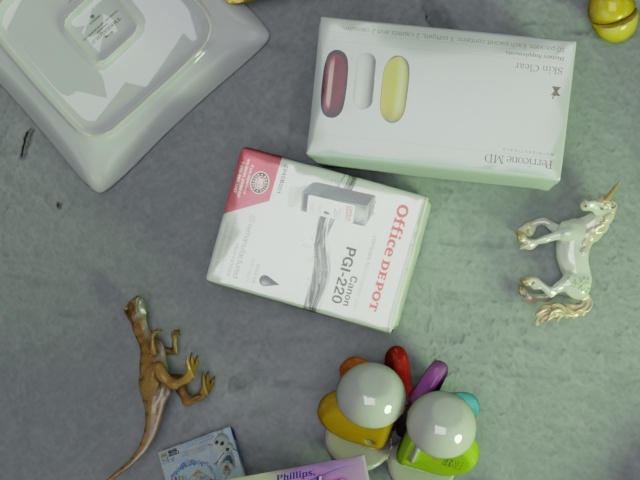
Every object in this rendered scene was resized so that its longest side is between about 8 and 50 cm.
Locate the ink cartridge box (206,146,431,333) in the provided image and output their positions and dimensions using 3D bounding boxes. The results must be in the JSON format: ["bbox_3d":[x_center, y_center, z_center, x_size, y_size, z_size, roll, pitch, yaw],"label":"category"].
[{"bbox_3d":[0.000,0.000,1.647,0.218,0.092,0.158,15,90,4],"label":"ink cartridge box"}]

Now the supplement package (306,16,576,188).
[{"bbox_3d":[0.128,-0.141,1.581,0.262,0.204,0.145,6,90,5],"label":"supplement package"}]

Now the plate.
[{"bbox_3d":[-0.248,-0.244,1.700,0.277,0.045,0.278,-42,85,4],"label":"plate"}]

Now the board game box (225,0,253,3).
[{"bbox_3d":[0.008,-0.349,1.673,0.259,0.039,0.124,-10,87,2],"label":"board game box"}]

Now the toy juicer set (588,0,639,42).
[{"bbox_3d":[0.405,-0.273,1.616,0.209,0.089,0.329,-40,86,3],"label":"toy juicer set"}]

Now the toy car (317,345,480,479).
[{"bbox_3d":[0.095,0.185,1.621,0.182,0.159,0.136,22,54,6],"label":"toy car"}]

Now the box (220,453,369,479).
[{"bbox_3d":[-0.034,0.371,1.544,0.213,0.117,0.243,-10,62,-2],"label":"box"}]

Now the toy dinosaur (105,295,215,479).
[{"bbox_3d":[-0.184,0.169,1.684,0.112,0.064,0.211,-6,78,23],"label":"toy dinosaur"}]

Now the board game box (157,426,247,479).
[{"bbox_3d":[-0.129,0.268,1.675,0.090,0.020,0.090,-20,66,5],"label":"board game box"}]

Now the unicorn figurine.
[{"bbox_3d":[0.274,0.010,1.643,0.111,0.060,0.162,-3,104,5],"label":"unicorn figurine"}]
